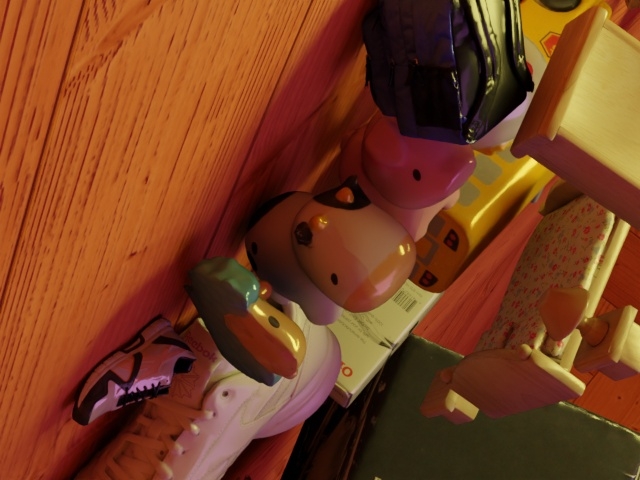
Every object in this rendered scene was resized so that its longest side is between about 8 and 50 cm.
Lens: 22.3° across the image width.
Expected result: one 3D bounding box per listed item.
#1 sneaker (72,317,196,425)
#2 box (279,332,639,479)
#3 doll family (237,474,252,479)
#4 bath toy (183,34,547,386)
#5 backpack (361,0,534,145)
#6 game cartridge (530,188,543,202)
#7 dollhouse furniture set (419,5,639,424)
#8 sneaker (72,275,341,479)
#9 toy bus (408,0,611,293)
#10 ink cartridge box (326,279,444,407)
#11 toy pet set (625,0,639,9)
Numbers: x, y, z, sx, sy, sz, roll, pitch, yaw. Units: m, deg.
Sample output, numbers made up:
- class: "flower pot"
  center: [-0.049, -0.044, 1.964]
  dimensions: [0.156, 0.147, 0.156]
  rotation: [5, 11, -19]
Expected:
- class: "sneaker"
  center: [-0.130, 0.097, 1.144]
  dimensions: [0.109, 0.044, 0.040]
  rotation: [-41, 167, -37]
- class: "box"
  center: [0.085, 0.390, 1.783]
  dimensions: [0.472, 0.297, 0.480]
  rotation: [-66, -175, -13]
- class: "doll family"
  center: [-0.135, 0.323, 1.729]
  dimensions: [0.163, 0.118, 0.263]
  rotation: [-23, 150, -32]
- class: "bath toy"
  center: [0.047, -0.051, 1.191]
  dimensions: [0.348, 0.151, 0.129]
  rotation: [-46, 132, -25]
- class: "backpack"
  center: [0.079, -0.137, 1.090]
  dimensions: [0.098, 0.101, 0.120]
  rotation: [-45, 136, -47]
- class: "game cartridge"
  center: [0.225, -0.079, 1.909]
  dimensions: [0.017, 0.083, 0.056]
  rotation: [-52, 169, -22]
- class: "dollhouse furniture set"
  center: [0.174, -0.044, 1.279]
  dimensions: [0.303, 0.174, 0.355]
  rotation: [-63, -165, -24]
- class: "sneaker"
  center: [-0.115, 0.141, 1.263]
  dimensions: [0.305, 0.114, 0.152]
  rotation: [-47, 149, -19]
- class: "toy bus"
  center: [0.159, -0.108, 1.418]
  dimensions: [0.332, 0.130, 0.108]
  rotation: [-43, 167, -35]
- class: "ink cartridge box"
  center: [0.031, 0.064, 1.512]
  dimensions: [0.150, 0.109, 0.063]
  rotation: [-48, 171, -17]
- class: "toy pet set"
  center: [0.296, -0.275, 1.684]
  dimensions: [0.114, 0.065, 0.122]
  rotation: [-15, 161, -4]
